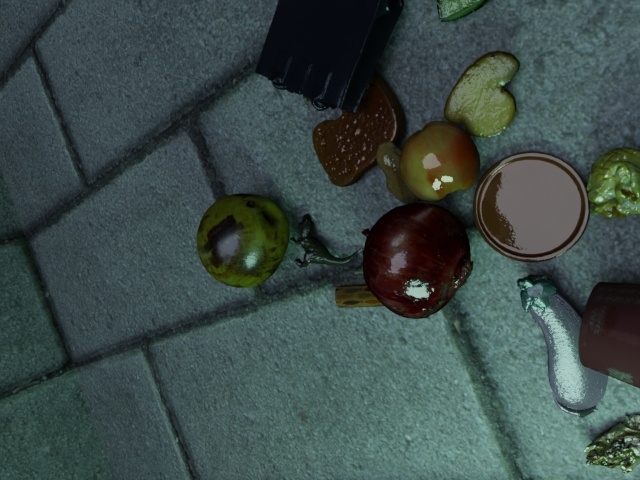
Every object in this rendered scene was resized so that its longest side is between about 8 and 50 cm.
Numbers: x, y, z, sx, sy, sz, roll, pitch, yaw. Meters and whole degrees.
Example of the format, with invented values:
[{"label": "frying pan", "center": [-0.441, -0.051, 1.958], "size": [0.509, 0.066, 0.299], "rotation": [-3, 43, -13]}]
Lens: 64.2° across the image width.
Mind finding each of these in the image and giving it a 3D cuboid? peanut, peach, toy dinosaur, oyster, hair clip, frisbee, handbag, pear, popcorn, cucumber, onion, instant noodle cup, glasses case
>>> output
[{"label": "peanut", "center": [0.190, -0.163, 1.259], "size": [0.080, 0.080, 0.174], "rotation": [-15, 116, 36]}, {"label": "peach", "center": [0.267, -0.179, 1.159], "size": [0.184, 0.184, 0.184], "rotation": [9, 106, 33]}, {"label": "toy dinosaur", "center": [0.000, 0.000, 1.446], "size": [0.179, 0.087, 0.187], "rotation": [-33, 83, 37]}, {"label": "oyster", "center": [0.667, 0.460, 1.119], "size": [0.108, 0.053, 0.166], "rotation": [48, 116, 4]}, {"label": "hair clip", "center": [0.544, 0.229, 1.138], "size": [0.358, 0.110, 0.095], "rotation": [66, 166, -1]}, {"label": "frisbee", "center": [0.467, -0.074, 1.147], "size": [0.251, 0.021, 0.250], "rotation": [9, 107, 32]}, {"label": "handbag", "center": [0.013, -0.495, 1.260], "size": [0.303, 0.122, 0.329], "rotation": [30, 106, 30]}, {"label": "pear", "center": [-0.223, -0.002, 1.489], "size": [0.284, 0.284, 0.283], "rotation": [9, 106, 33]}, {"label": "popcorn", "center": [0.596, -0.115, 0.994], "size": [0.142, 0.162, 0.135], "rotation": [-9, 60, 14]}, {"label": "cucumber", "center": [0.313, -0.551, 1.115], "size": [0.117, 0.062, 0.115], "rotation": [-7, 99, 28]}, {"label": "onion", "center": [0.229, 0.048, 1.191], "size": [0.276, 0.276, 0.276], "rotation": [9, 106, 33]}, {"label": "instant noodle cup", "center": [0.623, 0.183, 0.988], "size": [0.179, 0.235, 0.234], "rotation": [10, 107, 43]}, {"label": "glasses case", "center": [0.120, 0.156, 1.428], "size": [0.170, 0.041, 0.064], "rotation": [-8, 96, 36]}]

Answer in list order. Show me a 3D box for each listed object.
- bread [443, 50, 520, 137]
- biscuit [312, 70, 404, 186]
[{"label": "bread", "center": [0.374, -0.320, 1.132], "size": [0.149, 0.065, 0.187], "rotation": [38, 117, 9]}, {"label": "biscuit", "center": [0.081, -0.306, 1.340], "size": [0.277, 0.052, 0.262], "rotation": [-43, 72, 33]}]
